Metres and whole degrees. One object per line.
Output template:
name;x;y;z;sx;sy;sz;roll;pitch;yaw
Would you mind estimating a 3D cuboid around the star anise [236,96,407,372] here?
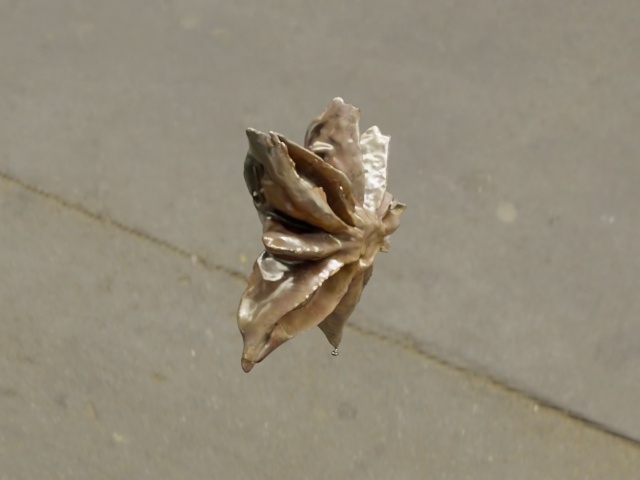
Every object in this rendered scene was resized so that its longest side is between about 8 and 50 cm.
star anise;0.006;-0.006;0.661;0.056;0.124;0.129;13;19;32
